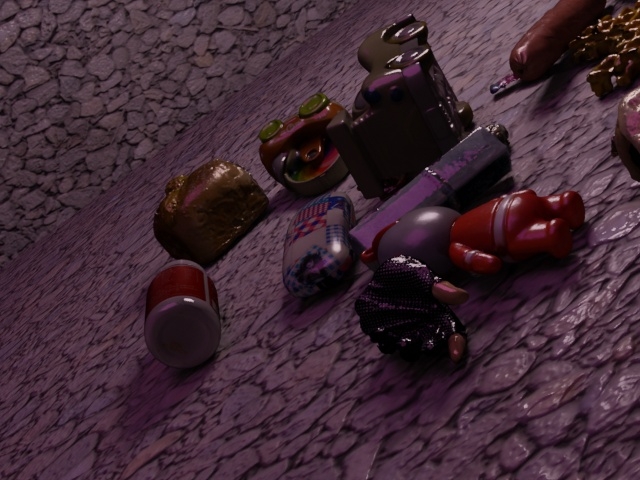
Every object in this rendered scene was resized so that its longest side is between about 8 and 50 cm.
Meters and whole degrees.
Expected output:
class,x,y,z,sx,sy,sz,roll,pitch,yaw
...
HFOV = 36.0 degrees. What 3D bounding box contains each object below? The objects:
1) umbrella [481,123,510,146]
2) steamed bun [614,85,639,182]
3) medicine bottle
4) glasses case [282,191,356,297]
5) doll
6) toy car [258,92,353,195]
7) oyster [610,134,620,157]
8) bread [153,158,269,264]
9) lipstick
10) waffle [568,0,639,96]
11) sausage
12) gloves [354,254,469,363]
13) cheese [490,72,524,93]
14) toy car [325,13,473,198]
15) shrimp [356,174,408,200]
class,x,y,z,sx,sy,sz,roll,pitch,yaw
umbrella,0.281,-0.154,1.690,0.143,0.062,0.067,-50,-6,-36
steamed bun,0.450,-0.115,1.212,0.172,0.140,0.155,-19,28,27
medicine bottle,-0.245,0.123,1.745,0.131,0.131,0.250,-33,19,2
glasses case,0.000,0.000,1.732,0.125,0.076,0.327,-27,21,14
doll,0.199,0.003,1.389,0.336,0.105,0.200,-10,27,34
toy car,-0.020,-0.183,2.142,0.235,0.145,0.235,-25,38,21
oyster,0.489,-0.179,1.421,0.166,0.053,0.108,-22,48,10
bread,-0.249,-0.079,2.164,0.246,0.176,0.195,-45,24,-28
lipstick,0.174,-0.061,1.575,0.290,0.077,0.076,-38,56,-8
waffle,0.565,-0.367,1.726,0.260,0.069,0.293,-30,21,14
sausage,0.465,-0.411,1.913,0.088,0.088,0.433,-15,19,42
gloves,0.131,0.110,1.273,0.129,0.106,0.180,-36,48,-6
cheese,0.399,-0.332,1.945,0.145,0.038,0.095,-27,19,21
toy car,0.148,-0.245,1.837,0.226,0.242,0.336,-26,24,14
shrimp,0.115,-0.104,1.873,0.127,0.025,0.091,-14,29,38
